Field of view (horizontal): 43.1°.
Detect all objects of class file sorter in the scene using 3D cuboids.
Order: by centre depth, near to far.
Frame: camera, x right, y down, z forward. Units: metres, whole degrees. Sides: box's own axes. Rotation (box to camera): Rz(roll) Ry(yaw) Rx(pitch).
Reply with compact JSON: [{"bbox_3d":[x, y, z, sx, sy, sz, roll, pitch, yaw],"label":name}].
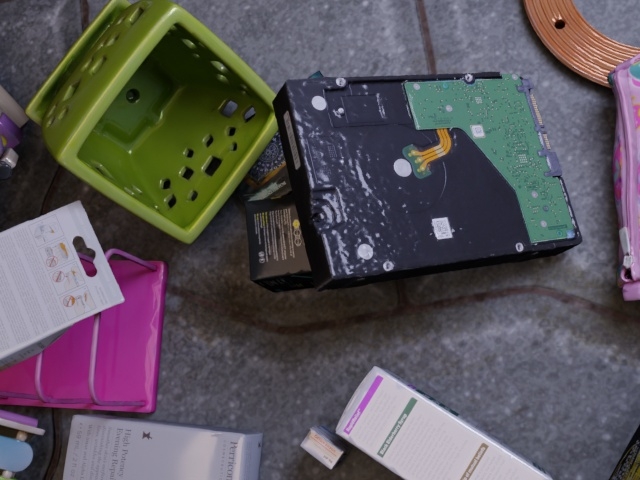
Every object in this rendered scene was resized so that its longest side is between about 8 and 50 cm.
[{"bbox_3d":[-0.372,0.110,1.035,0.290,0.182,0.202,1,78,11],"label":"file sorter"}]

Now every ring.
[{"bbox_3d":[0.432,-0.345,1.049,0.336,0.032,0.337,-2,78,10],"label":"ring"}]

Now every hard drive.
[{"bbox_3d":[0.128,-0.078,0.952,0.338,0.064,0.237,-8,75,-24],"label":"hard drive"}]

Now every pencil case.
[{"bbox_3d":[0.397,-0.071,0.937,0.124,0.124,0.284,-1,85,11],"label":"pencil case"}]

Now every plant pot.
[{"bbox_3d":[-0.219,-0.165,1.030,0.227,0.228,0.207,-54,44,-2],"label":"plant pot"}]

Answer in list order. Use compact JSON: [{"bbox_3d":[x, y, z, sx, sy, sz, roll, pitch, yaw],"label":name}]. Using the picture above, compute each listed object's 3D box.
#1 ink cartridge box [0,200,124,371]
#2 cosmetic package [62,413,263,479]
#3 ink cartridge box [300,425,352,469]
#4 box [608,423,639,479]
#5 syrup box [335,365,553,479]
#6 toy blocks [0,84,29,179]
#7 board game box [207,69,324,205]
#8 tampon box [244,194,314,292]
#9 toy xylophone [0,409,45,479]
[{"bbox_3d":[-0.333,0.053,0.934,0.179,0.045,0.145,-25,72,-13],"label":"ink cartridge box"},{"bbox_3d":[-0.197,0.286,1.016,0.231,0.085,0.117,2,79,13],"label":"cosmetic package"},{"bbox_3d":[0.006,0.251,0.982,0.048,0.083,0.028,34,86,16],"label":"ink cartridge box"},{"bbox_3d":[0.409,0.158,0.801,0.097,0.318,0.395,31,86,15],"label":"box"},{"bbox_3d":[0.143,0.248,0.950,0.236,0.093,0.096,32,87,16],"label":"syrup box"},{"bbox_3d":[-0.564,-0.151,1.023,0.288,0.309,0.260,-36,117,1],"label":"toy blocks"},{"bbox_3d":[-0.045,-0.129,1.100,0.186,0.026,0.126,-33,75,3],"label":"board game box"},{"bbox_3d":[0.000,0.000,1.016,0.161,0.120,0.102,-8,77,9],"label":"tampon box"},{"bbox_3d":[-0.489,0.351,1.011,0.236,0.081,0.323,14,88,-27],"label":"toy xylophone"}]
